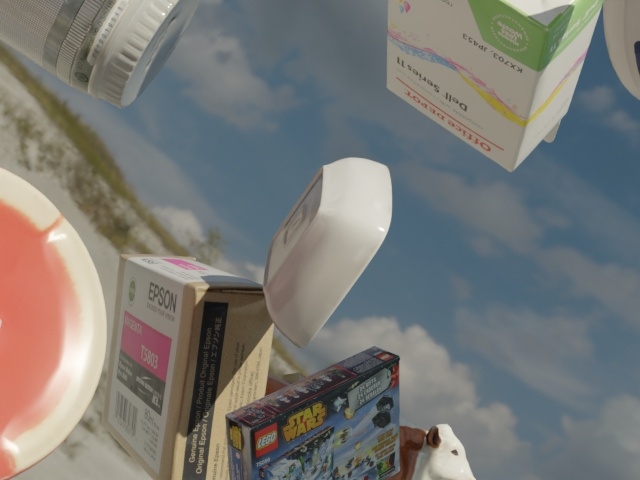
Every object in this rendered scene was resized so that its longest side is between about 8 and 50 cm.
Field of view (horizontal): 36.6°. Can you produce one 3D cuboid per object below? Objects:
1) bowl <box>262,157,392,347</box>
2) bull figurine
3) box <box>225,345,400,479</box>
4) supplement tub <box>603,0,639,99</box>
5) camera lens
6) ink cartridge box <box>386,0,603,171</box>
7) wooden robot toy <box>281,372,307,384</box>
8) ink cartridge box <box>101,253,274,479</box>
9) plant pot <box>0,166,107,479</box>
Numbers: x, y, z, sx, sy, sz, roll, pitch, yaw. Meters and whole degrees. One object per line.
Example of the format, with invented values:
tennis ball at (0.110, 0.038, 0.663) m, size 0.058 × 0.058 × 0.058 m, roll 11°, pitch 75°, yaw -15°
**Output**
bowl at (0.000, 0.000, 0.789) m, size 0.053 × 0.142 × 0.142 m, roll 30°, pitch 25°, yaw -13°
bull figurine at (0.015, 0.249, 1.041) m, size 0.310 × 0.189 × 0.101 m, roll 24°, pitch -24°, yaw -13°
box at (-0.001, 0.137, 0.647) m, size 0.027 × 0.137 × 0.094 m, roll 19°, pitch -63°, yaw 43°
supplement tub at (0.408, -0.185, 0.722) m, size 0.324 × 0.235 × 0.235 m, roll 24°, pitch -20°, yaw 42°
camera lens at (-0.311, -0.322, 1.208) m, size 0.274 × 0.219 × 0.219 m, roll 34°, pitch -17°, yaw -4°
ink cartridge box at (0.188, -0.219, 1.122) m, size 0.207 × 0.119 × 0.353 m, roll 38°, pitch -17°, yaw 19°
wooden robot toy at (0.019, 0.184, 1.176) m, size 0.173 × 0.079 × 0.076 m, roll 27°, pitch -34°, yaw -31°
ink cartridge box at (-0.138, 0.122, 0.956) m, size 0.088 × 0.193 × 0.234 m, roll 4°, pitch 4°, yaw -28°
plant pot at (-0.286, 0.071, 0.625) m, size 0.243 × 0.275 × 0.275 m, roll -18°, pitch -52°, yaw 40°
